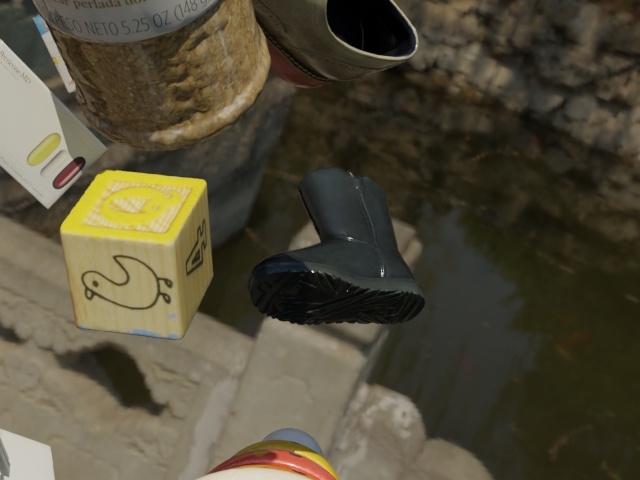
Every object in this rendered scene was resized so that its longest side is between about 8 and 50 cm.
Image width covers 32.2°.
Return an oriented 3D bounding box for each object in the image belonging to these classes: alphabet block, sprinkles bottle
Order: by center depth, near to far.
[{"bbox_3d":[-0.111,-0.196,0.526,0.121,0.355,0.121,-5,55,7],"label":"sprinkles bottle"},{"bbox_3d":[-0.290,0.021,1.795,0.192,0.197,0.193,5,35,9],"label":"alphabet block"}]

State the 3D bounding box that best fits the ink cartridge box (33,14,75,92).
[{"bbox_3d":[-0.349,-0.297,1.684,0.092,0.143,0.090,-15,14,39],"label":"ink cartridge box"}]

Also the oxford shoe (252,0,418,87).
[{"bbox_3d":[-0.048,-0.238,0.854,0.130,0.123,0.348,3,-19,42],"label":"oxford shoe"}]

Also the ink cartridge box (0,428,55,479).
[{"bbox_3d":[-0.651,0.420,1.928,0.307,0.223,0.129,34,27,-43],"label":"ink cartridge box"}]

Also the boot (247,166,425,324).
[{"bbox_3d":[0.000,0.000,1.377,0.247,0.094,0.207,7,45,-31],"label":"boot"}]

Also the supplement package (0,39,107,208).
[{"bbox_3d":[-0.515,-0.212,1.821,0.204,0.145,0.262,34,-11,50],"label":"supplement package"}]

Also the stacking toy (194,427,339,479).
[{"bbox_3d":[-0.075,0.409,1.635,0.351,0.350,0.480,19,15,-3],"label":"stacking toy"}]
